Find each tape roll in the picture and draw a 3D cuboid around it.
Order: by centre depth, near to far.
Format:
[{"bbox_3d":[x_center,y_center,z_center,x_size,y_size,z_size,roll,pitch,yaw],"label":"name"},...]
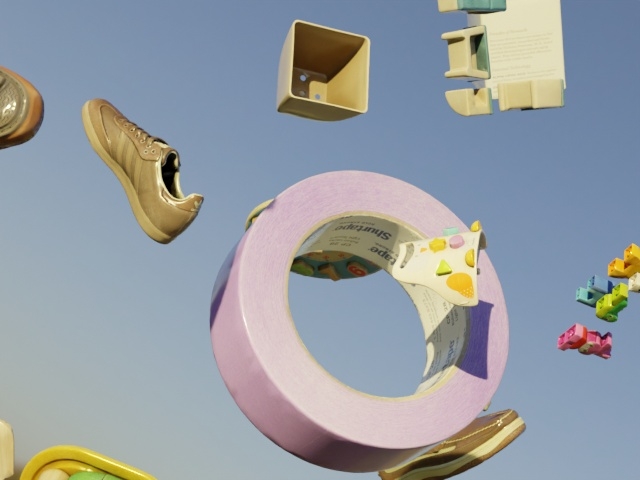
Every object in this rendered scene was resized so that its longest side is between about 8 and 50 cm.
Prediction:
[{"bbox_3d":[0.038,0.075,1.263,0.275,0.275,0.090,35,-34,-6],"label":"tape roll"}]

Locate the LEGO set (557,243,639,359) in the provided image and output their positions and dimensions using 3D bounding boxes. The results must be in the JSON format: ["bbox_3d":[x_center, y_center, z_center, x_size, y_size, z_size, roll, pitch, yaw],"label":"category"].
[{"bbox_3d":[0.420,0.077,1.790,0.093,0.087,0.227,22,-36,-13],"label":"LEGO set"}]

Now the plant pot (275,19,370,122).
[{"bbox_3d":[-0.005,-0.210,1.752,0.109,0.109,0.096,10,-20,-21],"label":"plant pot"}]

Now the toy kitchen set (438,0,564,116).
[{"bbox_3d":[0.278,-0.291,1.956,0.166,0.207,0.122,-1,6,42],"label":"toy kitchen set"}]

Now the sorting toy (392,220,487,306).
[{"bbox_3d":[0.102,0.016,1.160,0.075,0.083,0.045,-2,-54,15],"label":"sorting toy"}]

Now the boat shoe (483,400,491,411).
[{"bbox_3d":[0.259,0.227,2.252,0.056,0.048,0.153,49,10,-29],"label":"boat shoe"}]

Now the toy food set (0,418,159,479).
[{"bbox_3d":[-0.237,0.268,1.267,0.218,0.128,0.071,18,24,11],"label":"toy food set"}]

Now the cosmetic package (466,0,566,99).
[{"bbox_3d":[0.361,-0.373,2.485,0.151,0.151,0.184,-106,-171,-72],"label":"cosmetic package"}]

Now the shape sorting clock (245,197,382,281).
[{"bbox_3d":[0.000,0.000,1.795,0.206,0.040,0.206,9,-34,6],"label":"shape sorting clock"}]

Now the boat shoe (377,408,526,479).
[{"bbox_3d":[0.166,0.279,1.859,0.257,0.095,0.095,-34,-95,36],"label":"boat shoe"}]

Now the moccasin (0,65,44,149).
[{"bbox_3d":[-0.488,-0.144,1.713,0.380,0.139,0.147,-9,-25,35],"label":"moccasin"}]

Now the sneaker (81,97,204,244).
[{"bbox_3d":[-0.183,-0.087,1.414,0.188,0.071,0.066,58,19,19],"label":"sneaker"}]
